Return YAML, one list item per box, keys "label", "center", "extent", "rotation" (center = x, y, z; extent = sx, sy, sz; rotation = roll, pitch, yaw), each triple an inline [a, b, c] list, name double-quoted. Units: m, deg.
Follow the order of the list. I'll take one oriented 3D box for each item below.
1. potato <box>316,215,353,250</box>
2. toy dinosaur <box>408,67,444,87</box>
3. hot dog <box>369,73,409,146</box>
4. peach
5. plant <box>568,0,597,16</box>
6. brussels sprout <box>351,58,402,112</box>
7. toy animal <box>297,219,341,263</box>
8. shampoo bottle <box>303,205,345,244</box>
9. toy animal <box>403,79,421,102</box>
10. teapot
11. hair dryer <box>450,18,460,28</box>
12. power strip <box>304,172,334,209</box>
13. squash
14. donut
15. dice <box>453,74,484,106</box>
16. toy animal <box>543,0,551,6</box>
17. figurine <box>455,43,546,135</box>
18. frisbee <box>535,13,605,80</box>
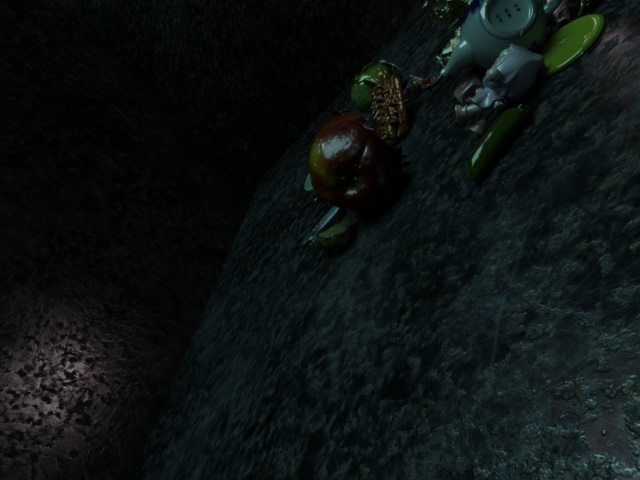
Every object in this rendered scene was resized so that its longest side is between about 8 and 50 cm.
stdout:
- label: "potato"
  center: [0.081, -0.013, 1.827]
  extent: [0.172, 0.089, 0.100]
  rotation: [-30, 25, -30]
- label: "toy dinosaur"
  center: [0.515, -0.763, 2.077]
  extent: [0.207, 0.113, 0.327]
  rotation: [-51, 14, -11]
- label: "hot dog"
  center: [0.287, -0.566, 2.113]
  extent: [0.158, 0.117, 0.349]
  rotation: [-33, 47, 42]
- label: "peach"
  center: [0.114, -0.299, 1.826]
  extent: [0.353, 0.339, 0.417]
  rotation: [-37, 21, 28]
- label: "plant"
  center: [0.779, -0.710, 1.440]
  extent: [0.116, 0.104, 0.122]
  rotation: [-9, -67, -67]
- label: "brussels sprout"
  center: [0.279, -0.788, 2.523]
  extent: [0.259, 0.227, 0.294]
  rotation: [-48, 5, -37]
- label: "toy animal"
  center: [0.004, 0.004, 1.891]
  extent: [0.216, 0.073, 0.176]
  rotation: [-10, -43, -58]
- label: "shampoo bottle"
  center: [0.015, -0.064, 2.086]
  extent: [0.234, 0.049, 0.087]
  rotation: [-47, 17, 16]
- label: "toy animal"
  center: [0.374, -0.634, 2.243]
  extent: [0.208, 0.100, 0.103]
  rotation: [-54, -21, 3]
- label: "teapot"
  center: [0.571, -0.658, 1.556]
  extent: [0.423, 0.253, 0.280]
  rotation: [-31, -8, 7]
- label: "hair dryer"
  center: [0.726, -1.111, 2.274]
  extent: [0.357, 0.107, 0.173]
  rotation: [-45, 17, 50]
- label: "power strip"
  center: [0.082, -0.303, 2.194]
  extent: [0.357, 0.161, 0.358]
  rotation: [-46, 20, 22]
- label: "squash"
  center: [0.476, -0.273, 1.340]
  extent: [0.258, 0.069, 0.069]
  rotation: [-53, 18, -2]
- label: "donut"
  center: [0.558, -0.828, 1.841]
  extent: [0.307, 0.150, 0.372]
  rotation: [-20, 65, 27]
- label: "dice"
  center: [0.504, -0.484, 1.622]
  extent: [0.094, 0.091, 0.093]
  rotation: [-42, 21, 25]
- label: "toy animal"
  center: [0.717, -0.765, 1.688]
  extent: [0.182, 0.073, 0.136]
  rotation: [-59, 7, 19]
- label: "figurine"
  center: [0.520, -0.440, 1.434]
  extent: [0.276, 0.133, 0.200]
  rotation: [-51, -17, 23]
- label: "frisbee"
  center: [0.696, -0.556, 1.410]
  extent: [0.236, 0.017, 0.236]
  rotation: [-45, 19, 20]
